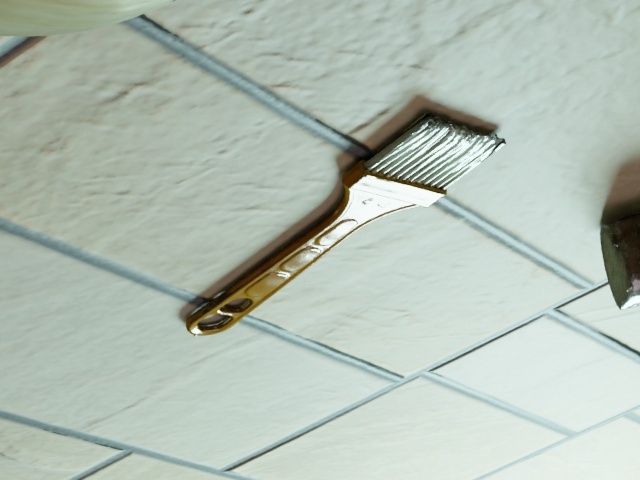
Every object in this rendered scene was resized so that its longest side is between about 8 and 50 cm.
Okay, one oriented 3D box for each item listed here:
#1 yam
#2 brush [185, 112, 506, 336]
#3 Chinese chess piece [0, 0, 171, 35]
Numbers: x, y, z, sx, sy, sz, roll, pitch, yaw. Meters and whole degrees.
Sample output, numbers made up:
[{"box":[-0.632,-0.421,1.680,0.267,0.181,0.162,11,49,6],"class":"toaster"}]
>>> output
[{"box":[0.297,0.003,1.230,0.141,0.079,0.079,-13,152,2],"class":"yam"},{"box":[0.000,0.000,1.152,0.090,0.017,0.314,14,142,-41],"class":"brush"},{"box":[-0.096,-0.198,0.478,0.112,0.270,0.270,-10,156,-41],"class":"Chinese chess piece"}]
